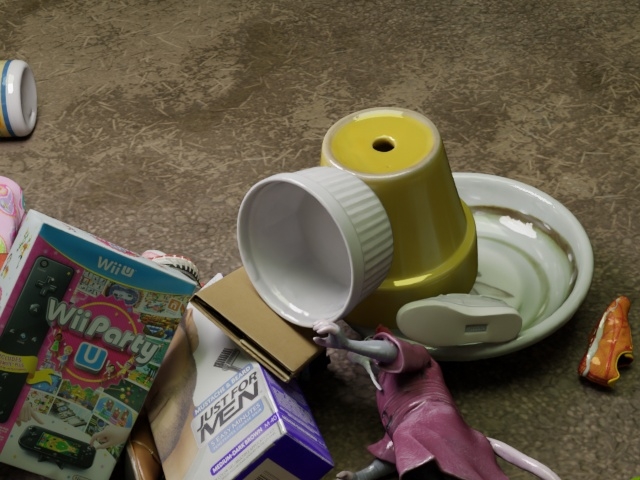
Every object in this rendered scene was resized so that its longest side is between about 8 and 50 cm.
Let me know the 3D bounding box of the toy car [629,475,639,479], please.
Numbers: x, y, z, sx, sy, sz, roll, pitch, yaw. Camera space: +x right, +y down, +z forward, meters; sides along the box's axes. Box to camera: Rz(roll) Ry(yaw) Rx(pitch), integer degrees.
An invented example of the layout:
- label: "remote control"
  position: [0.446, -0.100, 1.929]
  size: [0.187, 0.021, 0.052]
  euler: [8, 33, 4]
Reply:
- label: "toy car"
  position: [0.473, 0.270, 1.626]
  size: [0.155, 0.188, 0.149]
  euler: [-14, 37, -13]

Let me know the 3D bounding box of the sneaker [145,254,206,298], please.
- label: "sneaker"
  position: [-0.202, 0.091, 1.930]
  size: [0.088, 0.225, 0.093]
  euler: [-16, 56, 24]

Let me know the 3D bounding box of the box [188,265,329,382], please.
- label: "box"
  position: [-0.071, 0.104, 1.781]
  size: [0.164, 0.021, 0.201]
  euler: [38, 20, 8]

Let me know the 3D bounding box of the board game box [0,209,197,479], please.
- label: "board game box"
  position: [-0.328, 0.144, 1.726]
  size: [0.224, 0.303, 0.097]
  euler: [24, 1, -24]

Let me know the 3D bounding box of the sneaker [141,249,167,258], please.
- label: "sneaker"
  position: [-0.256, 0.063, 2.104]
  size: [0.070, 0.051, 0.134]
  euler: [-26, 45, -35]

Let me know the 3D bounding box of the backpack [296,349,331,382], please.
- label: "backpack"
  position: [-0.055, 0.145, 1.925]
  size: [0.114, 0.105, 0.084]
  euler: [21, 42, 35]

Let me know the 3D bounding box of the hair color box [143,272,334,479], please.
- label: "hair color box"
  position: [-0.125, 0.218, 1.761]
  size: [0.185, 0.110, 0.339]
  euler: [-42, 36, 10]

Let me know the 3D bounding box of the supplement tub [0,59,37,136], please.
- label: "supplement tub"
  position: [-0.644, -0.263, 2.515]
  size: [0.199, 0.144, 0.144]
  euler: [-2, 36, 4]

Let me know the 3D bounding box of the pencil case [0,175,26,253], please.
- label: "pencil case"
  position: [-0.541, 0.014, 2.149]
  size: [0.124, 0.124, 0.284]
  euler: [-6, 36, -2]

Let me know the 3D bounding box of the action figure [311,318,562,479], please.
- label: "action figure"
  position: [0.138, 0.221, 1.682]
  size: [0.275, 0.248, 0.370]
  euler: [-9, 39, -8]

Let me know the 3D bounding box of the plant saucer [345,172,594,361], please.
- label: "plant saucer"
  position: [0.204, 0.057, 2.009]
  size: [0.400, 0.100, 0.400]
  euler: [-4, 41, 3]

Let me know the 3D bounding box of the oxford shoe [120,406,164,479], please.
- label: "oxford shoe"
  position: [-0.226, 0.290, 1.775]
  size: [0.076, 0.076, 0.212]
  euler: [1, 35, -16]

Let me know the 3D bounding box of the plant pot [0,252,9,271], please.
- label: "plant pot"
  position: [-0.404, 0.129, 1.874]
  size: [0.265, 0.272, 0.272]
  euler: [-3, 35, -13]

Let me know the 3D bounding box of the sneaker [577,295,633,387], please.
- label: "sneaker"
  position: [0.419, 0.148, 1.926]
  size: [0.067, 0.064, 0.175]
  euler: [26, 47, 6]

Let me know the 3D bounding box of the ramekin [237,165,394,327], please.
- label: "ramekin"
  position: [0.000, 0.000, 1.757]
  size: [0.207, 0.207, 0.109]
  euler: [25, 35, 34]

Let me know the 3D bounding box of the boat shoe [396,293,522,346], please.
- label: "boat shoe"
  position: [0.183, 0.099, 1.818]
  size: [0.184, 0.066, 0.063]
  euler: [-3, 28, -19]

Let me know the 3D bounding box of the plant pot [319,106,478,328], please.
- label: "plant pot"
  position: [0.094, -0.046, 1.887]
  size: [0.254, 0.239, 0.254]
  euler: [-3, 41, 3]
